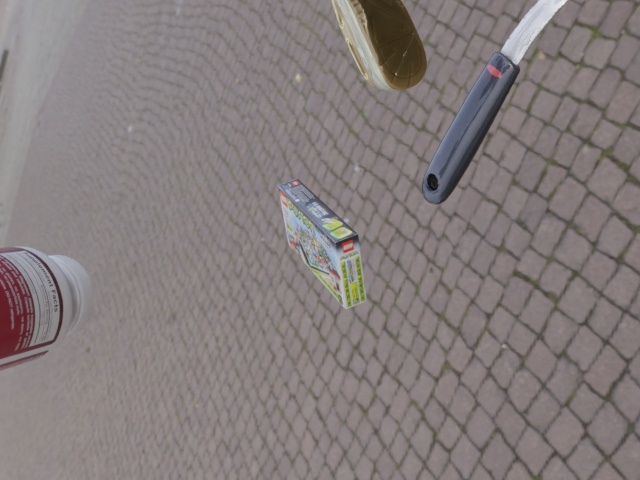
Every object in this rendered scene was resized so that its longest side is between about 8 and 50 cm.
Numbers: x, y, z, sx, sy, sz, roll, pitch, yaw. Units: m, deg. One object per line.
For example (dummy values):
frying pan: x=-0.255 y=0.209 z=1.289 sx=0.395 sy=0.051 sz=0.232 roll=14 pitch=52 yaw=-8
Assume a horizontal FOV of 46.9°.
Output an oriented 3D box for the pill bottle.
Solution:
pill bottle: x=-0.231 y=0.049 z=0.510 sx=0.086 sy=0.152 sz=0.086 roll=2 pitch=94 yaw=20

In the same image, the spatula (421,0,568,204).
spatula: x=0.148 y=-0.146 z=0.513 sx=0.084 sy=0.030 sz=0.296 roll=52 pitch=123 yaw=35

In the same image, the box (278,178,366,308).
box: x=0.000 y=0.000 z=1.081 sx=0.207 sy=0.036 sz=0.114 roll=45 pitch=151 yaw=54

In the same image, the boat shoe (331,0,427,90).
boat shoe: x=0.026 y=-0.161 z=0.483 sx=0.045 sy=0.050 sz=0.135 roll=0 pitch=109 yaw=67
